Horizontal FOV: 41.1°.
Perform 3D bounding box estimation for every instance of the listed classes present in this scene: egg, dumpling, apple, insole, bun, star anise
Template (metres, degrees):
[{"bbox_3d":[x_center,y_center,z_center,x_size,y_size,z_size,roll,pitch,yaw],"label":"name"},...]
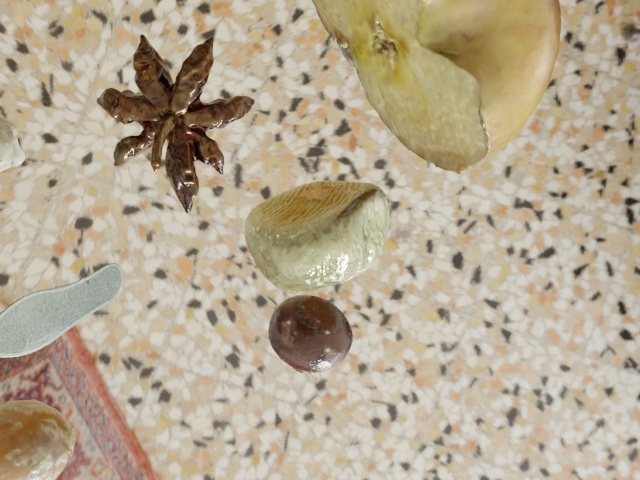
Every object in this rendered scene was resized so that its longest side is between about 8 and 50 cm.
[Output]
[{"bbox_3d":[-0.569,0.394,1.585,0.195,0.233,0.194,5,105,21],"label":"egg"},{"bbox_3d":[-0.591,-0.166,1.446,0.199,0.118,0.136,-9,90,-56],"label":"dumpling"},{"bbox_3d":[0.124,-0.229,0.838,0.163,0.251,0.292,-32,108,-13],"label":"apple"},{"bbox_3d":[-0.316,0.084,1.042,0.003,0.232,0.080,16,113,23],"label":"insole"},{"bbox_3d":[0.000,0.000,1.360,0.244,0.244,0.153,-23,109,-10],"label":"bun"},{"bbox_3d":[-0.183,-0.160,1.075,0.196,0.111,0.212,-37,83,-10],"label":"star anise"}]

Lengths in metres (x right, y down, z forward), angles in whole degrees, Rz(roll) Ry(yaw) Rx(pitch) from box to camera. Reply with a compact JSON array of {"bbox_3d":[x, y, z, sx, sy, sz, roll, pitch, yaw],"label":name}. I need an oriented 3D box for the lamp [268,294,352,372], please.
[{"bbox_3d":[-0.021,0.179,1.558,0.157,0.156,0.134,4,128,-32],"label":"lamp"}]
